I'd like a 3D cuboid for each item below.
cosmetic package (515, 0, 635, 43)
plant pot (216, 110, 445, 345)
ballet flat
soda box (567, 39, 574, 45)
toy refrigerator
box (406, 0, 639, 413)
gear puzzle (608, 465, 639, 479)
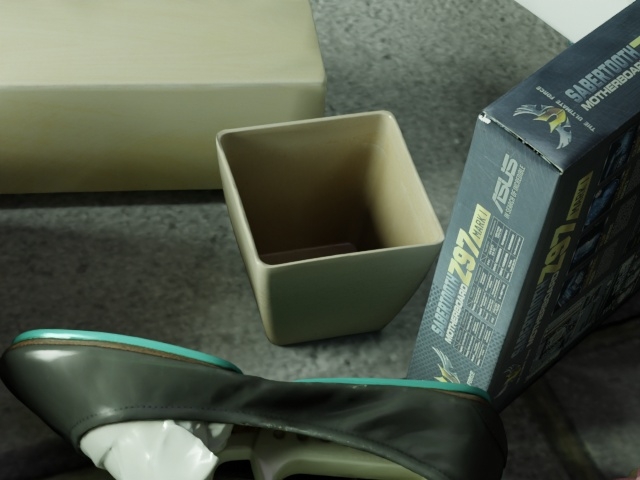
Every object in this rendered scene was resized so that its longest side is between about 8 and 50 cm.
[{"bbox_3d":[0.197,-0.264,1.194,0.217,0.156,0.385,-19,33,-19],"label":"cosmetic package"},{"bbox_3d":[0.000,0.000,1.043,0.109,0.096,0.109,-8,50,-14],"label":"plant pot"},{"bbox_3d":[-0.038,0.110,0.945,0.281,0.095,0.096,7,59,-1],"label":"ballet flat"},{"bbox_3d":[0.262,-0.180,1.262,0.183,0.063,0.058,-28,54,-27],"label":"soda box"},{"bbox_3d":[-0.138,-0.090,1.115,0.270,0.094,0.102,-1,41,-9],"label":"toy refrigerator"},{"bbox_3d":[0.143,-0.020,0.986,0.059,0.232,0.183,38,55,22],"label":"box"},{"bbox_3d":[0.272,0.192,0.859,0.339,0.044,0.175,15,36,30],"label":"gear puzzle"}]
